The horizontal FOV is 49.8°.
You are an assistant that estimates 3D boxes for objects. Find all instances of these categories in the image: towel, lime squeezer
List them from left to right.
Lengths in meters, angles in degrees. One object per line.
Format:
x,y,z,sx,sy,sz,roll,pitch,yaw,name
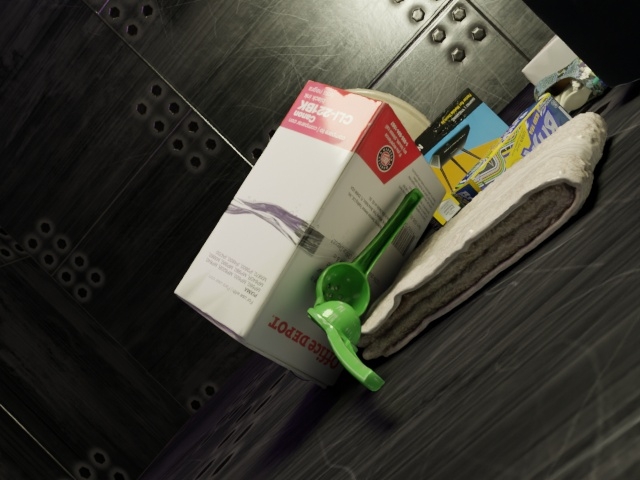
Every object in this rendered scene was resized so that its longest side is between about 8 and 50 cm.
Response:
0.037,0.056,0.624,0.110,0.059,0.310,-21,21,23,lime squeezer
0.146,-0.003,0.655,0.282,0.049,0.187,-45,1,37,towel

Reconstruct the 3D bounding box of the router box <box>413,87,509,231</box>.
0.196,-0.112,0.995,0.179,0.133,0.046,-46,-1,-11,router box

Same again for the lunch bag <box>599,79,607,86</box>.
0.389,-0.293,0.705,0.303,0.115,0.243,-47,6,-39,lunch bag

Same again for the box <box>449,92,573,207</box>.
0.231,-0.096,0.812,0.169,0.059,0.054,-46,2,-24,box

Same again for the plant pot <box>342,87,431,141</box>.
0.043,-0.052,1.240,0.334,0.334,0.305,-46,11,43,plant pot

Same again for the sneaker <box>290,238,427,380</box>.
0.045,0.076,0.856,0.235,0.084,0.097,-45,1,-11,sneaker

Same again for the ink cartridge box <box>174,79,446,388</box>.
0.000,0.000,0.755,0.273,0.114,0.197,-59,-36,-8,ink cartridge box

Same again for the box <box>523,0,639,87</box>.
0.237,-0.362,0.447,0.212,0.293,0.395,-17,42,59,box

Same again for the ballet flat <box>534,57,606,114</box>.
0.334,-0.199,0.942,0.070,0.070,0.188,-45,-4,-10,ballet flat

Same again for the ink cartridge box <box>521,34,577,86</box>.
0.436,-0.326,1.058,0.219,0.092,0.160,-45,-1,-18,ink cartridge box
